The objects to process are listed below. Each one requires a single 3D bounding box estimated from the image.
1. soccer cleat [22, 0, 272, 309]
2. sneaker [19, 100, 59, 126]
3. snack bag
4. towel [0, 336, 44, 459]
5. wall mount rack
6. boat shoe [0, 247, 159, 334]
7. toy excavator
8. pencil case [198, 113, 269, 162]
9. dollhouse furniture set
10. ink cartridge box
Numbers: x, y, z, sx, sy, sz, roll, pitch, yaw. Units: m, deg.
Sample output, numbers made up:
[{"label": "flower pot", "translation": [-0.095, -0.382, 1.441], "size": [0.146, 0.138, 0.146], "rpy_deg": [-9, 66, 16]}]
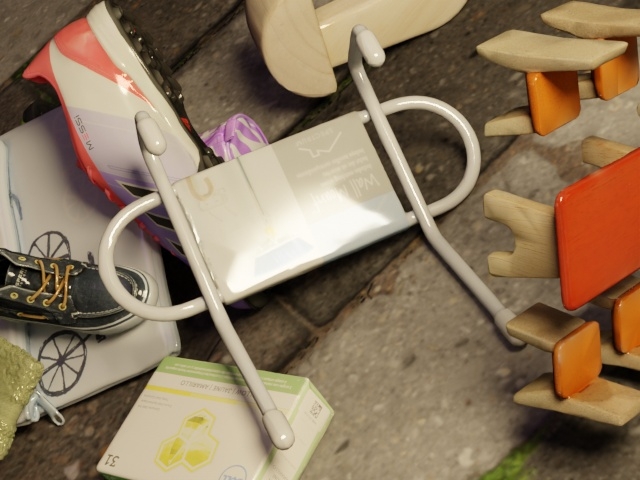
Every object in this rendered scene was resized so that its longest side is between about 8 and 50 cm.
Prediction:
[{"label": "soccer cleat", "translation": [-0.153, -0.061, 1.371], "size": [0.116, 0.108, 0.318], "rpy_deg": [-32, 82, 9]}, {"label": "sneaker", "translation": [-0.301, -0.051, 1.622], "size": [0.097, 0.084, 0.235], "rpy_deg": [-48, 31, 29]}, {"label": "snack bag", "translation": [-0.294, 0.031, 1.458], "size": [0.342, 0.037, 0.323], "rpy_deg": [-23, 62, 21]}, {"label": "towel", "translation": [-0.324, 0.133, 1.399], "size": [0.148, 0.027, 0.110], "rpy_deg": [22, 86, 36]}, {"label": "wall mount rack", "translation": [0.000, 0.000, 1.233], "size": [0.350, 0.130, 0.304], "rpy_deg": [-23, 77, -10]}, {"label": "boat shoe", "translation": [-0.242, 0.044, 1.357], "size": [0.183, 0.083, 0.065], "rpy_deg": [-1, 70, 23]}, {"label": "toy excavator", "translation": [0.170, -0.338, 1.422], "size": [0.432, 0.445, 0.222], "rpy_deg": [0, 34, -19]}, {"label": "pencil case", "translation": [-0.148, -0.063, 1.484], "size": [0.206, 0.088, 0.086], "rpy_deg": [-17, 45, 24]}, {"label": "dollhouse furniture set", "translation": [0.238, -0.034, 1.040], "size": [0.135, 0.262, 0.259], "rpy_deg": [11, 28, 42]}, {"label": "ink cartridge box", "translation": [-0.112, 0.210, 1.216], "size": [0.171, 0.056, 0.235], "rpy_deg": [5, 53, 40]}]
